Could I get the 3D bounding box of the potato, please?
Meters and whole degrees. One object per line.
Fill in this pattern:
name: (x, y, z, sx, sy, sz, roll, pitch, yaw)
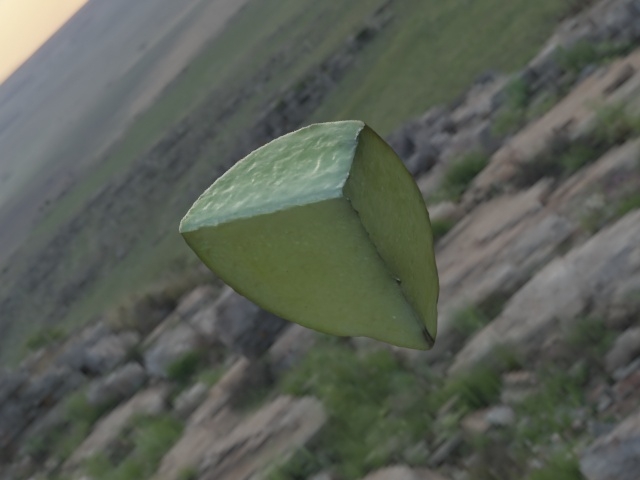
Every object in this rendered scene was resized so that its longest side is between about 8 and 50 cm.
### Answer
potato: (0.000, 0.000, 0.926, 0.120, 0.149, 0.081, -9, 43, 27)
